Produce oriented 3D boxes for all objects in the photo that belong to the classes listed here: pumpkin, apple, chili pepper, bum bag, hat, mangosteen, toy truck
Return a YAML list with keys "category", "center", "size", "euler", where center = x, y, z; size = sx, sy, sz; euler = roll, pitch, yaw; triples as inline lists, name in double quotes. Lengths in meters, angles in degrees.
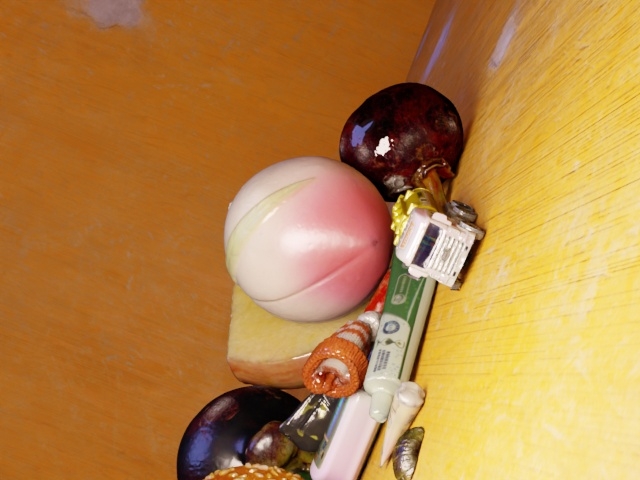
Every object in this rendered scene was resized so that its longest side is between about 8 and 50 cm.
- category: "pumpkin"
  center: [0.106, 0.269, 1.205]
  size: [0.050, 0.028, 0.083]
  euler: [118, 170, -48]
- category: "apple"
  center: [-0.012, 0.154, 1.849]
  size: [0.314, 0.309, 0.252]
  euler: [-7, -92, -79]
- category: "chili pepper"
  center: [0.109, 0.136, 1.578]
  size: [0.086, 0.084, 0.192]
  euler: [76, -141, -78]
- category: "bum bag"
  center: [0.033, 0.252, 1.599]
  size: [0.232, 0.106, 0.060]
  euler: [-53, 8, -10]
- category: "hat"
  center: [0.048, 0.161, 1.473]
  size: [0.112, 0.093, 0.162]
  euler: [-50, 4, 43]
- category: "mangosteen"
  center: [-0.117, 0.401, 1.720]
  size: [0.313, 0.297, 0.297]
  euler: [97, -168, -66]
- category: "mangosteen"
  center: [0.164, -0.155, 1.742]
  size: [0.261, 0.235, 0.235]
  euler: [57, 139, 34]
- category: "toy truck"
  center: [0.160, -0.010, 1.392]
  size: [0.227, 0.114, 0.098]
  euler: [-81, 13, -76]

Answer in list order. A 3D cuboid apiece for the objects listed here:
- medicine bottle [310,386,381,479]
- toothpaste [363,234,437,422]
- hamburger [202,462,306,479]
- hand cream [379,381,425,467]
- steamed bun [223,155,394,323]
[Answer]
- category: "medicine bottle"
  center: [0.039, 0.327, 1.511]
  size: [0.115, 0.078, 0.219]
  euler: [-101, 33, -83]
- category: "toothpaste"
  center: [0.126, 0.113, 1.463]
  size: [0.392, 0.098, 0.061]
  euler: [-70, -34, -42]
- category: "hamburger"
  center: [-0.099, 0.451, 1.331]
  size: [0.225, 0.291, 0.291]
  euler: [106, -177, -57]
- category: "hand cream"
  center: [0.106, 0.248, 1.314]
  size: [0.061, 0.039, 0.143]
  euler: [-72, 0, -50]
- category: "steamed bun"
  center: [0.000, 0.000, 1.636]
  size: [0.309, 0.309, 0.309]
  euler: [-158, 90, -87]
